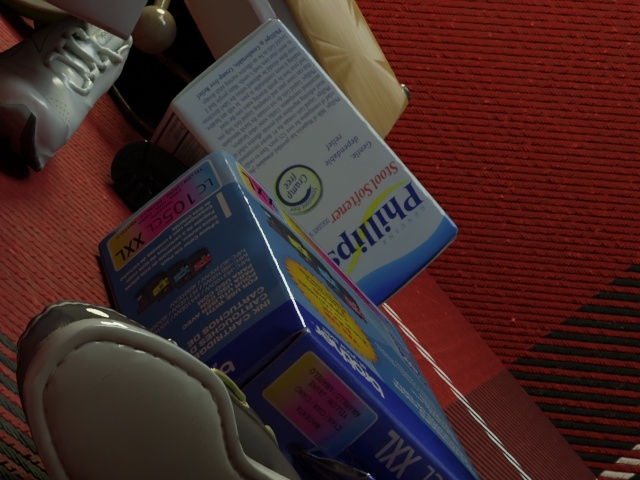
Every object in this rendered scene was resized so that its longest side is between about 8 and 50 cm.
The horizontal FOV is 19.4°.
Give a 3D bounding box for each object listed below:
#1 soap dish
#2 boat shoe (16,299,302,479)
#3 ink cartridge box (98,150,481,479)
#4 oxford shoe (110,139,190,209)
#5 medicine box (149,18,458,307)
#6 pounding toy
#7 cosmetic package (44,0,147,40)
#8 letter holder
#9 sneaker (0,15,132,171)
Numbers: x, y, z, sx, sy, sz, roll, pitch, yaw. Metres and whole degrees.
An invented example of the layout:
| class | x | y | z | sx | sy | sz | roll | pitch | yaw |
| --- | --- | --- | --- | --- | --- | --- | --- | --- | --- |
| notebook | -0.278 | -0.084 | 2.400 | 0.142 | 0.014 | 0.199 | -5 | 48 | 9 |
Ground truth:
| class | x | y | z | sx | sy | sz | roll | pitch | yaw |
| --- | --- | --- | --- | --- | --- | --- | --- | --- | --- |
| soap dish | -0.032 | -0.225 | 2.108 | 0.291 | 0.118 | 0.229 | 61 | -19 | -8 |
| boat shoe | -0.096 | 0.124 | 1.161 | 0.097 | 0.116 | 0.324 | 50 | 2 | 41 |
| ink cartridge box | -0.013 | 0.131 | 1.481 | 0.270 | 0.151 | 0.395 | 46 | 10 | -29 |
| oxford shoe | -0.112 | -0.013 | 1.874 | 0.227 | 0.083 | 0.096 | 51 | 3 | -2 |
| medicine box | -0.031 | -0.050 | 1.952 | 0.289 | 0.149 | 0.263 | 49 | -15 | -1 |
| pounding toy | -0.274 | -0.277 | 2.075 | 0.236 | 0.110 | 0.183 | 14 | 50 | -9 |
| cosmetic package | -0.300 | -0.301 | 1.615 | 0.284 | 0.097 | 0.377 | 27 | 7 | -21 |
| letter holder | -0.149 | -0.196 | 2.318 | 0.214 | 0.152 | 0.302 | 56 | 9 | 31 |
| sneaker | -0.234 | -0.148 | 1.631 | 0.111 | 0.129 | 0.297 | 49 | 8 | -13 |
